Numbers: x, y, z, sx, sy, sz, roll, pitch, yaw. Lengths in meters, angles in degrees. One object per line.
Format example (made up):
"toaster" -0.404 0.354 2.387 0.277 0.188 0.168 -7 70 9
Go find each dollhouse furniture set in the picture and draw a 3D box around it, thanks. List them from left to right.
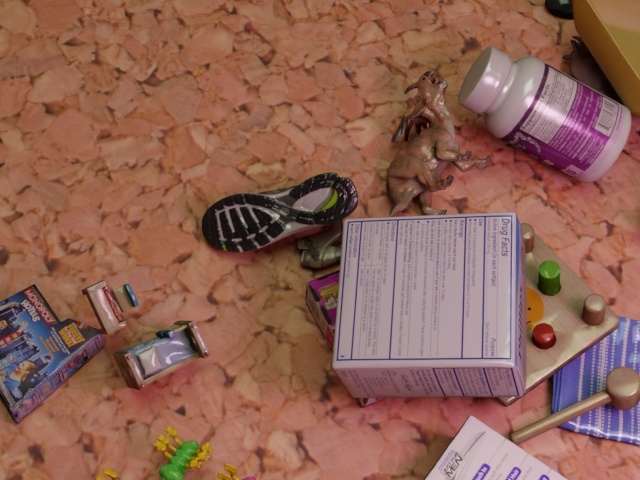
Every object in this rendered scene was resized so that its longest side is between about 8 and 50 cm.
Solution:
"dollhouse furniture set" -0.289 0.135 1.829 0.129 0.129 0.184 -26 95 -20

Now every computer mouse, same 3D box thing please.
"computer mouse" 0.610 -0.527 2.425 0.242 0.041 0.071 -6 56 -8

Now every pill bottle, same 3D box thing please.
"pill bottle" 0.420 -0.244 2.101 0.301 0.169 0.169 27 57 -9

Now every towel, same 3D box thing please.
"towel" 0.568 0.242 1.912 0.336 0.040 0.243 11 57 4

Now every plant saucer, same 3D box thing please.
"plant saucer" 0.657 -0.354 2.218 0.332 0.081 0.333 1 54 -41

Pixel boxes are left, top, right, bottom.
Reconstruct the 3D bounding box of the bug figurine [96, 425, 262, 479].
"bug figurine" -0.205 0.419 1.728 0.279 0.072 0.216 26 52 19

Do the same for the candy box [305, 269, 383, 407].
"candy box" 0.093 0.153 1.923 0.159 0.071 0.233 -20 59 -16

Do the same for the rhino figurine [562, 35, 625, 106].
"rhino figurine" 0.571 -0.341 2.280 0.106 0.073 0.243 -10 55 -15

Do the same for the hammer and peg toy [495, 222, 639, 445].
"hammer and peg toy" 0.358 0.161 1.867 0.266 0.127 0.361 -32 59 -12

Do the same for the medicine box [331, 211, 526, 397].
"medicine box" 0.179 0.106 1.776 0.289 0.149 0.263 -2 62 14

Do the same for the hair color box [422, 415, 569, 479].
"hair color box" 0.318 0.449 1.719 0.339 0.110 0.185 34 62 16

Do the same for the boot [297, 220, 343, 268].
"boot" 0.000 0.000 2.040 0.087 0.042 0.118 -5 50 3

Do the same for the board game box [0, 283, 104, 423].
"board game box" -0.478 0.178 1.879 0.194 0.060 0.194 -29 62 -22

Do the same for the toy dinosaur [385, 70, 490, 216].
"toy dinosaur" 0.187 -0.157 2.112 0.200 0.127 0.296 30 73 25

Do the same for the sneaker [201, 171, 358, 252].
"sneaker" -0.070 -0.046 2.031 0.300 0.121 0.111 -11 87 9
